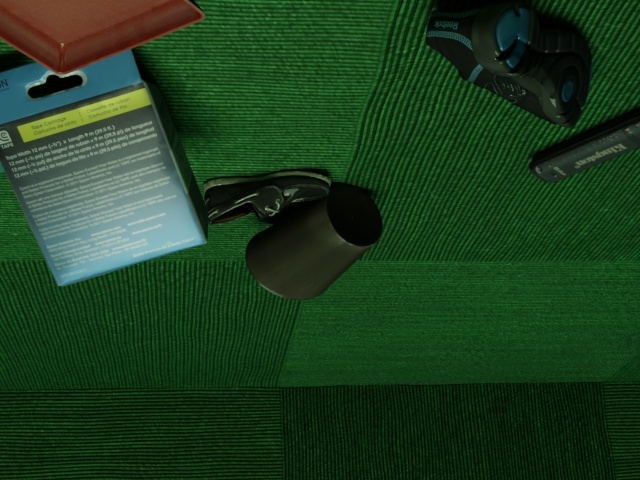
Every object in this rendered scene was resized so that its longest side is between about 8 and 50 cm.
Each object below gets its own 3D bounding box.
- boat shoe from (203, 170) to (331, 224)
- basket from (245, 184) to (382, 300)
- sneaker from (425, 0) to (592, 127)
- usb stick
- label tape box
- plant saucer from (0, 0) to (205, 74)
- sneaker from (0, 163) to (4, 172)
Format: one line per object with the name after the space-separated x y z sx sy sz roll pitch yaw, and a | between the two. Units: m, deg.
-0.094 -0.073 1.981 0.233 0.079 0.084 -7 155 6 | boat shoe
0.000 0.000 2.080 0.204 0.154 0.227 4 153 -34 | basket
0.280 -0.259 1.575 0.139 0.125 0.340 14 174 38 | sneaker
0.482 -0.164 1.870 0.077 0.045 0.278 17 150 -41 | usb stick
-0.341 -0.129 1.669 0.249 0.115 0.348 -16 115 5 | label tape box
-0.322 -0.320 1.401 0.258 0.048 0.259 -15 155 27 | plant saucer
-0.411 -0.124 1.778 0.275 0.110 0.107 2 157 -9 | sneaker
